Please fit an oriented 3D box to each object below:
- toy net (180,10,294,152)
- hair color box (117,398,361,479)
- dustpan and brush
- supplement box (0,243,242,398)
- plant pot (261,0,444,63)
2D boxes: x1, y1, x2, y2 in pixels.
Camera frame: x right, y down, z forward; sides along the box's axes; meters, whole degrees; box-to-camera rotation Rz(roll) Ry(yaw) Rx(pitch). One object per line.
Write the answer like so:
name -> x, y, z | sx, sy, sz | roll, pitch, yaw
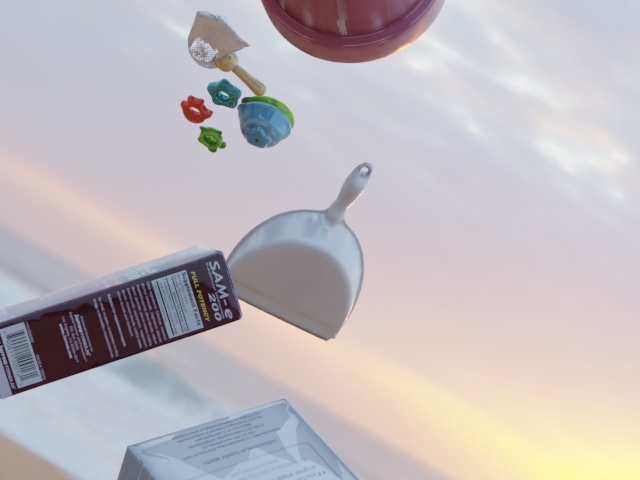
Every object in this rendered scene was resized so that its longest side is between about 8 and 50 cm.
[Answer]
toy net -> -0.113, -0.192, 2.076 | 0.122, 0.045, 0.232 | 6, -40, 22
hair color box -> -0.004, 0.312, 1.527 | 0.185, 0.113, 0.374 | -13, 45, -39
dustpan and brush -> 0.000, 0.000, 1.856 | 0.147, 0.060, 0.211 | 27, -46, -10
supplement box -> -0.206, 0.074, 1.703 | 0.130, 0.239, 0.073 | -167, -120, -77
plant pot -> 0.026, -0.299, 1.766 | 0.201, 0.201, 0.180 | 28, -11, 13
